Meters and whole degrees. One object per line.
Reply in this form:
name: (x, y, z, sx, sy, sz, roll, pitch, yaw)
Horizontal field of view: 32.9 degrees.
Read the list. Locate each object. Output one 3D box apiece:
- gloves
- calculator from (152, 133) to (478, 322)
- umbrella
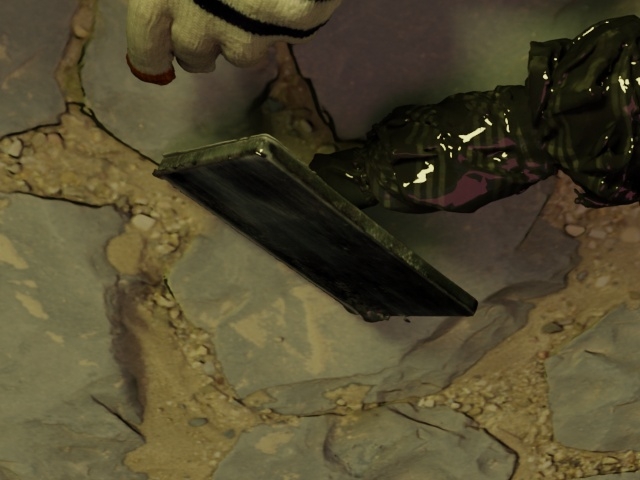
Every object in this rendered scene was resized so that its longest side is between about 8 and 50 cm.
gloves: (-0.056, -0.174, 0.710, 0.140, 0.131, 0.219, 32, 116, -25)
calculator: (0.000, 0.000, 0.895, 0.261, 0.021, 0.161, 37, 155, -32)
umbrella: (0.142, -0.075, 0.804, 0.336, 0.128, 0.154, -10, 156, 13)
